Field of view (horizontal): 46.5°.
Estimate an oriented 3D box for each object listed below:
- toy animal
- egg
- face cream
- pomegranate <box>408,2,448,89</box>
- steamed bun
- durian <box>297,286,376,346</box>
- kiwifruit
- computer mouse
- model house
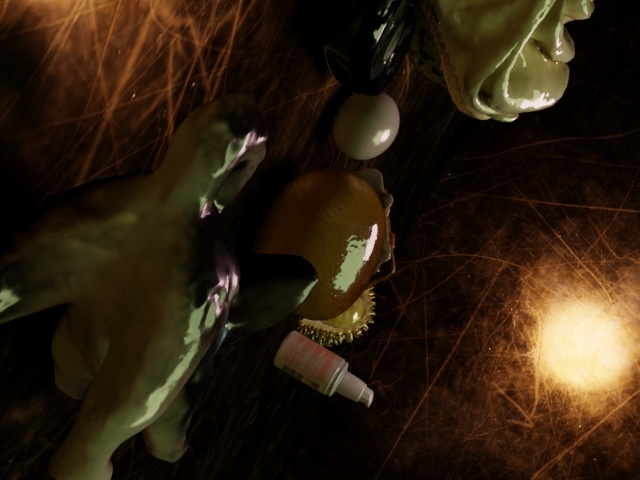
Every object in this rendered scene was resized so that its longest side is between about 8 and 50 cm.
[{"bbox_3d":[-0.128,0.040,0.640,0.302,0.194,0.344,-54,173,-7],"label":"toy animal"},{"bbox_3d":[0.074,-0.187,1.200,0.135,0.103,0.103,-56,168,-42],"label":"egg"},{"bbox_3d":[0.016,0.318,1.790,0.101,0.252,0.101,-58,168,-19],"label":"face cream"},{"bbox_3d":[0.275,-0.362,1.313,0.254,0.254,0.270,-47,145,-50],"label":"pomegranate"},{"bbox_3d":[0.255,-0.338,0.999,0.394,0.237,0.346,55,18,-56],"label":"steamed bun"},{"bbox_3d":[0.055,0.167,1.957,0.306,0.166,0.172,-50,-165,-23],"label":"durian"},{"bbox_3d":[0.000,0.000,1.122,0.196,0.196,0.234,63,50,-77],"label":"kiwifruit"},{"bbox_3d":[0.060,-0.271,0.968,0.137,0.096,0.233,-55,172,-4],"label":"computer mouse"},{"bbox_3d":[0.035,0.007,1.382,0.229,0.220,0.199,99,-19,-73],"label":"model house"}]
